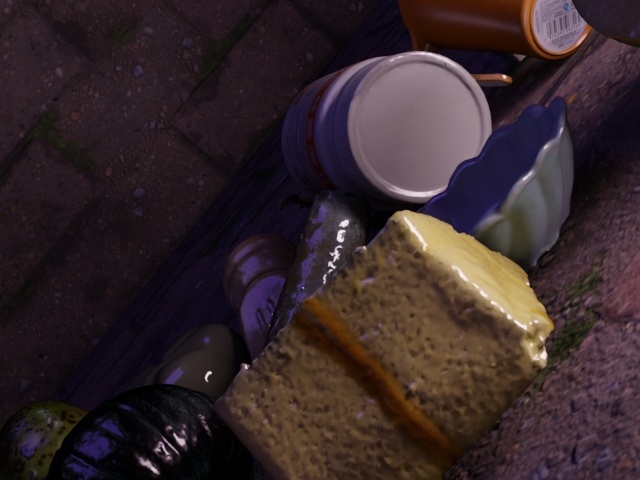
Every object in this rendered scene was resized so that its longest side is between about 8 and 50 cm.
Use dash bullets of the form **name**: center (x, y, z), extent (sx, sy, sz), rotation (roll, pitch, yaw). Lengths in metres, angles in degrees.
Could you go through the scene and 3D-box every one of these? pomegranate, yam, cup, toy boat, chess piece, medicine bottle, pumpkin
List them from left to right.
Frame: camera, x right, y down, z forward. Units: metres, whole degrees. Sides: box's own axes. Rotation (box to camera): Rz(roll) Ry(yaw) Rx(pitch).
- **pomegranate**: center (-0.376, 0.355, 1.963), extent (0.222, 0.276, 0.204), rotation (-170, 80, -71)
- **pumpkin**: center (-0.158, 0.282, 1.311), extent (0.248, 0.248, 0.248), rotation (-47, 12, 13)
- **chess piece**: center (-0.057, 0.109, 1.695), extent (0.137, 0.137, 0.301), rotation (-47, 25, 11)
- **yam**: center (-0.003, 0.059, 1.537), extent (0.093, 0.093, 0.259), rotation (-33, 34, 54)
- **medicine bottle**: center (0.080, -0.144, 1.702), extent (0.211, 0.211, 0.371), rotation (-51, 11, -7)
- **toy boat**: center (0.168, -0.018, 1.260), extent (0.290, 0.100, 0.199), rotation (-40, 14, 35)
- **cup**: center (0.229, -0.310, 1.669), extent (0.264, 0.182, 0.226), rotation (30, 99, 52)

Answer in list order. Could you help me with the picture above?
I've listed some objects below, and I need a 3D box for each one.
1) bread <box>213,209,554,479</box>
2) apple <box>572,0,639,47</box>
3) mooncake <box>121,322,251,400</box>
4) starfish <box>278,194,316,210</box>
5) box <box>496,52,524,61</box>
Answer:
- **bread**: center (0.095, 0.133, 1.098), extent (0.263, 0.198, 0.236), rotation (-47, -25, 12)
- **apple**: center (0.361, -0.316, 1.125), extent (0.295, 0.233, 0.258), rotation (89, 178, -47)
- **mooncake**: center (-0.198, 0.232, 1.750), extent (0.275, 0.135, 0.275), rotation (-43, 11, 10)
- **starfish**: center (-0.001, 0.000, 1.682), extent (0.074, 0.146, 0.190), rotation (-13, 9, 12)
- **box**: center (0.308, -0.355, 1.884), extent (0.149, 0.067, 0.233), rotation (-49, 11, 8)
